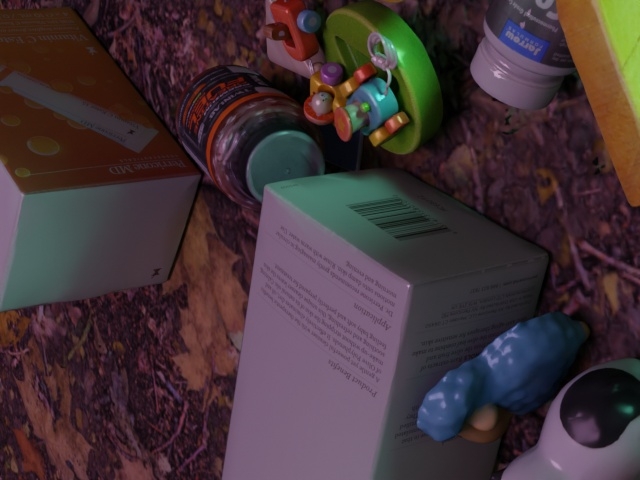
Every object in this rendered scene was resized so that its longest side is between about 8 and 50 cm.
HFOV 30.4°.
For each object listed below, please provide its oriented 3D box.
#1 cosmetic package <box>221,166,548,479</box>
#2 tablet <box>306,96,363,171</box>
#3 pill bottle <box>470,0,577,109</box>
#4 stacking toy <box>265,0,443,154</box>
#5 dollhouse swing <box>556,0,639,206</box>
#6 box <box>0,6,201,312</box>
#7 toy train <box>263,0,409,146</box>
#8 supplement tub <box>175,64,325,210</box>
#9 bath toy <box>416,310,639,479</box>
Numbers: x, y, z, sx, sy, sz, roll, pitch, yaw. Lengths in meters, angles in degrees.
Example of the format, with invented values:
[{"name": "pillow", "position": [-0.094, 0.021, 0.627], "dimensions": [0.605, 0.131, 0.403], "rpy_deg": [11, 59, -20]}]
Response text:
[{"name": "cosmetic package", "position": [0.035, 0.145, 0.985], "dimensions": [0.197, 0.155, 0.365], "rpy_deg": [36, 126, 43]}, {"name": "tablet", "position": [0.011, -0.098, 1.083], "dimensions": [0.083, 0.006, 0.054], "rpy_deg": [26, 118, 46]}, {"name": "pill bottle", "position": [0.160, -0.163, 0.814], "dimensions": [0.078, 0.078, 0.137], "rpy_deg": [52, 135, 32]}, {"name": "stacking toy", "position": [0.044, -0.241, 0.968], "dimensions": [0.309, 0.130, 0.279], "rpy_deg": [41, 155, 43]}, {"name": "dollhouse swing", "position": [0.241, -0.247, 0.501], "dimensions": [0.305, 0.315, 0.347], "rpy_deg": [50, 146, -16]}, {"name": "box", "position": [-0.325, -0.106, 1.348], "dimensions": [0.345, 0.215, 0.168], "rpy_deg": [50, 133, 33]}, {"name": "toy train", "position": [0.004, -0.136, 0.952], "dimensions": [0.166, 0.046, 0.125], "rpy_deg": [36, 151, 50]}, {"name": "supplement tub", "position": [-0.060, -0.090, 1.055], "dimensions": [0.198, 0.106, 0.106], "rpy_deg": [-136, 47, -62]}, {"name": "bath toy", "position": [0.219, 0.197, 0.779], "dimensions": [0.348, 0.129, 0.151], "rpy_deg": [42, 129, 38]}]
